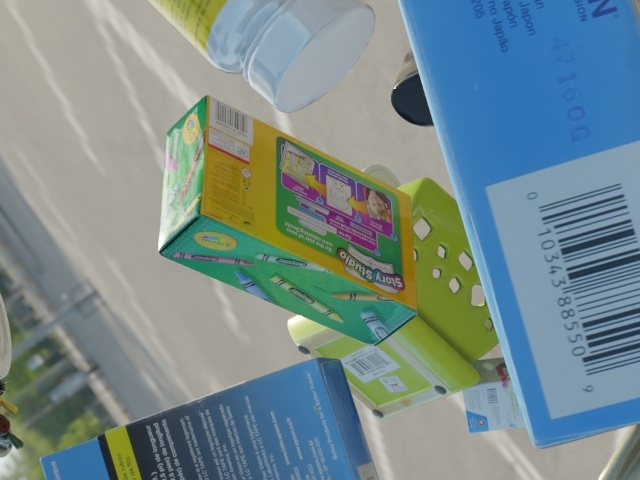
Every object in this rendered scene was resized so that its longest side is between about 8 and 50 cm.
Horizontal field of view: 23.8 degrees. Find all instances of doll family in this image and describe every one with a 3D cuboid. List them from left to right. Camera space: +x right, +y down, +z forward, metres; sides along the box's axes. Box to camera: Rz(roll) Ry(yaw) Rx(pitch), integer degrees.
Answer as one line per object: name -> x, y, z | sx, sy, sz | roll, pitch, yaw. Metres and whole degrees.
doll family -> -0.420, 0.176, 1.770 | 0.193, 0.076, 0.111 | 25, 154, 0

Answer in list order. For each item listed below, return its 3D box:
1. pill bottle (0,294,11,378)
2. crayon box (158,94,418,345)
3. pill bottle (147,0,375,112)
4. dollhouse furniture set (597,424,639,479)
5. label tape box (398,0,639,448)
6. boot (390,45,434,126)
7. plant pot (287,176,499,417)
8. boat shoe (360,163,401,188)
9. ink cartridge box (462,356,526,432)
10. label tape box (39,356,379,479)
pill bottle -> -0.414, 0.099, 1.437 | 0.121, 0.221, 0.121 | -11, -90, -86
crayon box -> -0.029, -0.018, 1.590 | 0.278, 0.081, 0.165 | 25, -136, -28
pill bottle -> -0.066, -0.197, 1.103 | 0.208, 0.119, 0.119 | 46, 167, 17
dollhouse furniture set -> 0.197, 0.255, 0.943 | 0.135, 0.259, 0.262 | 32, 178, -38
label tape box -> 0.160, -0.035, 0.862 | 0.347, 0.115, 0.249 | -2, -105, -72
boot -> 0.175, -0.226, 1.392 | 0.091, 0.263, 0.229 | 56, -147, -40
plant pot -> 0.106, 0.089, 1.968 | 0.227, 0.207, 0.228 | 43, 143, -16
boat shoe -> 0.000, 0.000, 2.139 | 0.099, 0.319, 0.116 | -28, 100, 46
ink cartridge box -> 0.249, 0.200, 1.995 | 0.052, 0.122, 0.088 | -87, -12, -51
label tape box -> -0.105, 0.291, 1.648 | 0.106, 0.333, 0.241 | 15, -124, -75
